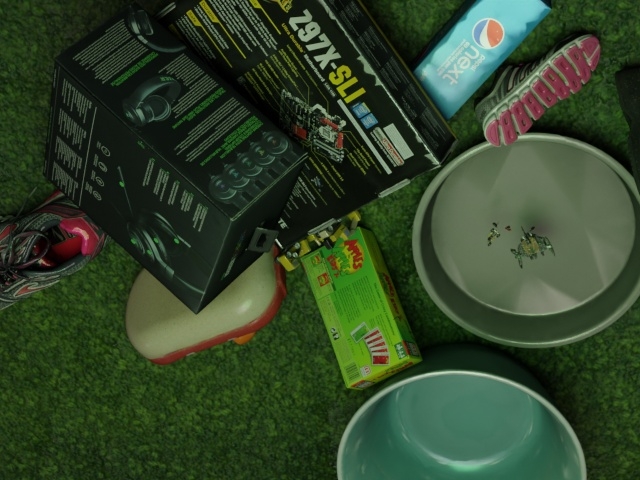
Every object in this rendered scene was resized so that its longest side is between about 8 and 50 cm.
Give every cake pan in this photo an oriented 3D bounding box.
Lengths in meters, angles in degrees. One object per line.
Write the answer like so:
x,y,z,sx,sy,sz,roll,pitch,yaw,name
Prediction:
0.260,-0.005,1.515,0.293,0.054,0.293,4,118,8,cake pan

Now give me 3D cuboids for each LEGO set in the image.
0.243,0.001,1.482,0.083,0.023,0.054,36,116,6,LEGO set

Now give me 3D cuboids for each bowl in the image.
0.186,0.257,1.602,0.311,0.163,0.311,4,118,8,bowl

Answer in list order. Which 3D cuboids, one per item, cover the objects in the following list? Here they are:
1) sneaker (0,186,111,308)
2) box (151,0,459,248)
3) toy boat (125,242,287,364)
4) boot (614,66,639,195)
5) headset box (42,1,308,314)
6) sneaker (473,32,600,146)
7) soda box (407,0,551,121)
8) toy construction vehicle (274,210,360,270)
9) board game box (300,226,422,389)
-0.394,0.018,1.609,0.299,0.112,0.121,-30,108,23,sneaker
-0.036,-0.174,1.420,0.257,0.079,0.322,-29,104,36,box
-0.135,0.088,1.602,0.231,0.151,0.151,-21,141,19,toy boat
0.418,-0.115,1.338,0.161,0.246,0.083,-15,148,21,boot
-0.167,-0.081,1.406,0.283,0.131,0.246,41,150,9,headset box
0.243,-0.185,1.422,0.170,0.075,0.063,-42,131,5,sneaker
0.168,-0.219,1.413,0.071,0.067,0.210,38,118,-10,soda box
0.000,0.000,1.530,0.086,0.098,0.035,-28,101,36,toy construction vehicle
0.050,0.085,1.544,0.092,0.043,0.181,-29,68,21,board game box
